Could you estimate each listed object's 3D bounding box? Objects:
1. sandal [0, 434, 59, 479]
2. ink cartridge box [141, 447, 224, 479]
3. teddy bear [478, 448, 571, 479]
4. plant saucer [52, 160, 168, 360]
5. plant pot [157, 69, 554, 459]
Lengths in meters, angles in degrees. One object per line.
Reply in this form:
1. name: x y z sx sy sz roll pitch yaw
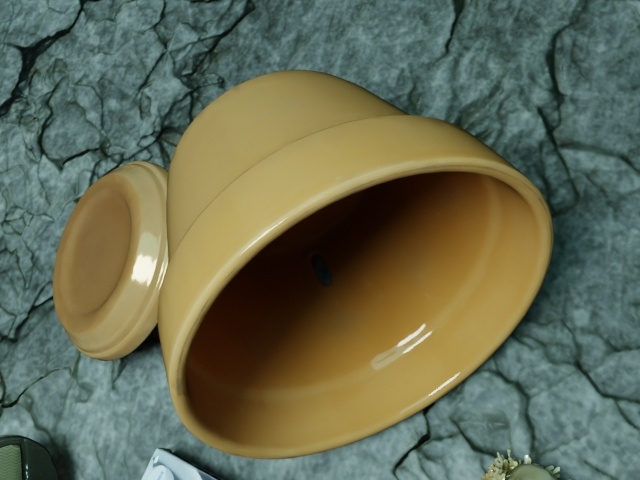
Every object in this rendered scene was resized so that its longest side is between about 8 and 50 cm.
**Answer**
1. sandal: -0.308 0.327 0.577 0.086 0.120 0.303 -8 64 42
2. ink cartridge box: -0.095 0.314 0.546 0.208 0.045 0.206 20 77 20
3. teddy bear: 0.083 0.300 0.461 0.245 0.113 0.338 33 68 26
4. plant saucer: -0.205 0.015 0.640 0.200 0.037 0.200 -16 66 40
5. plant pot: 0.000 0.000 0.520 0.290 0.291 0.203 -33 50 2
